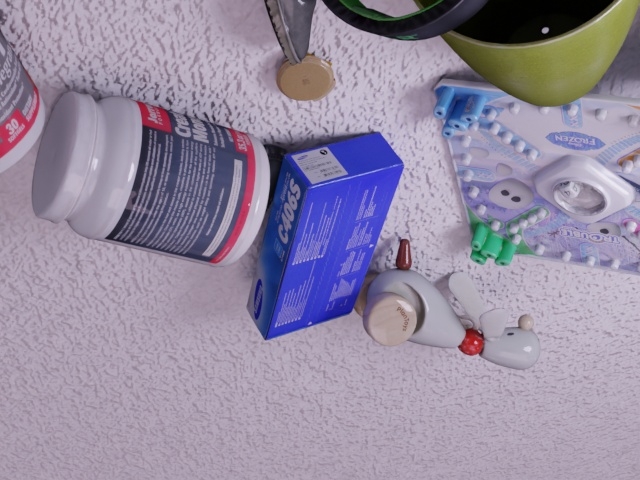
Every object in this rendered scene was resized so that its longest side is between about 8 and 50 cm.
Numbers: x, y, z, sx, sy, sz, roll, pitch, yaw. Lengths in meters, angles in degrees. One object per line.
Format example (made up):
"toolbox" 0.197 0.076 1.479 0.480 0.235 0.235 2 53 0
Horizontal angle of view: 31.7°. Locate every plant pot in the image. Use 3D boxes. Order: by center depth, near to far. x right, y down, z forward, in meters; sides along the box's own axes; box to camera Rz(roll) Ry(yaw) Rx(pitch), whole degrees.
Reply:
"plant pot" 0.264 -0.285 1.355 0.275 0.274 0.293 -21 156 10

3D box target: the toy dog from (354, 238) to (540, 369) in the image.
"toy dog" 0.208 0.099 1.840 0.334 0.220 0.161 11 104 -36

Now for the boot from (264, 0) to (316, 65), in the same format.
"boot" 0.033 -0.317 1.385 0.209 0.076 0.189 -20 142 -2

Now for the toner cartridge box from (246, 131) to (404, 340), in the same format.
"toner cartridge box" 0.000 0.000 1.696 0.165 0.075 0.347 -14 144 -27

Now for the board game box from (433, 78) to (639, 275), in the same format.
"board game box" 0.372 -0.062 1.620 0.390 0.050 0.390 10 147 24

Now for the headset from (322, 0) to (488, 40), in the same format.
"headset" 0.105 -0.406 1.162 0.185 0.243 0.394 2 112 -57

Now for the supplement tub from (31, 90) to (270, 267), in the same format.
"supplement tub" -0.222 -0.080 1.490 0.272 0.191 0.191 14 133 -29

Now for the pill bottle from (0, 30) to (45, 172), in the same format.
"pill bottle" -0.455 -0.223 1.275 0.176 0.176 0.318 -17 140 5

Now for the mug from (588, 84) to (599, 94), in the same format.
"mug" 0.356 -0.208 1.606 0.064 0.078 0.062 -12 108 -14

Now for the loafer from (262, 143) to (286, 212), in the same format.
"loafer" -0.108 -0.048 1.643 0.076 0.078 0.223 13 134 -28

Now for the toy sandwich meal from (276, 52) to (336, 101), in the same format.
"toy sandwich meal" -0.019 -0.220 1.508 0.086 0.029 0.085 -4 138 -3
